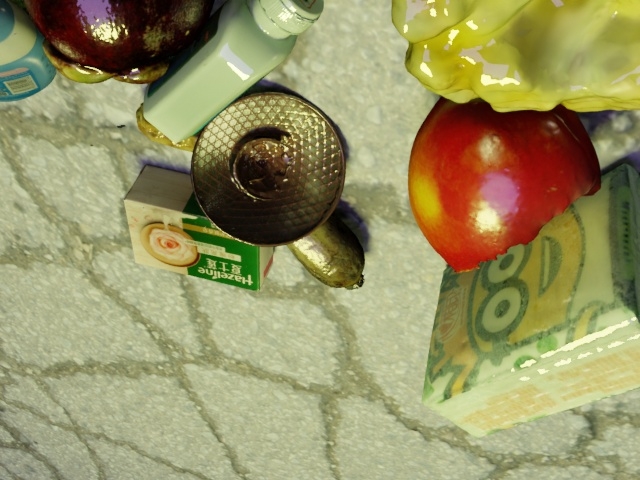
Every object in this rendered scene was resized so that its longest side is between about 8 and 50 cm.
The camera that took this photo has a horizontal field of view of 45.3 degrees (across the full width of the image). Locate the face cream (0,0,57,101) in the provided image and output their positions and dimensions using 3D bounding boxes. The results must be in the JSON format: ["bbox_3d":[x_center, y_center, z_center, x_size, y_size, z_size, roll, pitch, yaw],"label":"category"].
[{"bbox_3d":[-0.371,-0.215,0.838,0.149,0.083,0.264,0,180,-14],"label":"face cream"}]

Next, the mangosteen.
[{"bbox_3d":[-0.203,-0.238,0.768,0.194,0.194,0.230,21,137,-2],"label":"mangosteen"}]

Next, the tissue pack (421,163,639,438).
[{"bbox_3d":[0.271,0.080,0.910,0.128,0.228,0.311,35,137,-18],"label":"tissue pack"}]

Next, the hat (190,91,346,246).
[{"bbox_3d":[-0.068,-0.093,0.968,0.193,0.082,0.193,-3,104,-10],"label":"hat"}]

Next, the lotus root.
[{"bbox_3d":[0.000,0.000,1.034,0.080,0.089,0.179,-43,113,0],"label":"lotus root"}]

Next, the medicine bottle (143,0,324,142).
[{"bbox_3d":[-0.093,-0.203,0.820,0.083,0.121,0.229,42,134,-23],"label":"medicine bottle"}]

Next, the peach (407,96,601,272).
[{"bbox_3d":[0.192,-0.058,0.820,0.196,0.190,0.226,1,130,7],"label":"peach"}]

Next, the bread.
[{"bbox_3d":[-0.177,-0.149,0.960,0.110,0.060,0.066,17,126,7],"label":"bread"}]

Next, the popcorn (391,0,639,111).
[{"bbox_3d":[0.180,-0.250,0.554,0.293,0.292,0.334,-20,133,26],"label":"popcorn"}]

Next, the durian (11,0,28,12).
[{"bbox_3d":[-0.453,-0.300,0.834,0.394,0.163,0.198,11,141,0],"label":"durian"}]

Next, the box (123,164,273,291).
[{"bbox_3d":[-0.167,-0.016,1.084,0.199,0.081,0.135,14,138,9],"label":"box"}]
